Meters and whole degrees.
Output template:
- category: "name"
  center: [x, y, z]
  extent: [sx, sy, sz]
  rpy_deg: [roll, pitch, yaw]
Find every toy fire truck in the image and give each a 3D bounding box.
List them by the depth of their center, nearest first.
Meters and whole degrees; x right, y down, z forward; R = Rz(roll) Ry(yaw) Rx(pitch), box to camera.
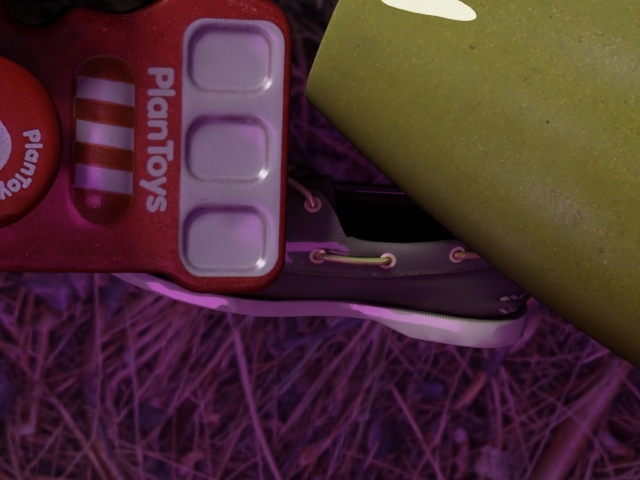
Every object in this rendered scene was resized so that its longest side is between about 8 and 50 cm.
- category: "toy fire truck"
  center: [-0.136, -0.122, 1.155]
  extent: [0.254, 0.169, 0.302]
  rpy_deg: [2, 92, -19]

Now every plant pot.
- category: "plant pot"
  center: [0.150, -0.087, 1.186]
  extent: [0.293, 0.275, 0.275]
  rpy_deg: [25, 112, 3]

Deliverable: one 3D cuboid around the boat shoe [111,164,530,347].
- category: "boat shoe"
  center: [-0.001, -0.002, 1.279]
  extent: [0.305, 0.109, 0.091]
  rpy_deg: [9, 113, -14]
